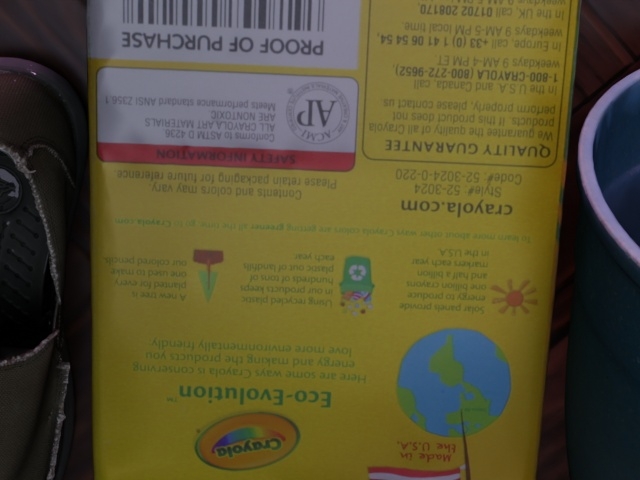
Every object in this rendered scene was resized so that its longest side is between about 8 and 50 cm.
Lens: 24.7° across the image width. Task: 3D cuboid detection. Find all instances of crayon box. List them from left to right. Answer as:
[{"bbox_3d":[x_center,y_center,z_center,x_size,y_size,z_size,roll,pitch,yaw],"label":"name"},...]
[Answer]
[{"bbox_3d":[0.000,0.000,0.647,0.202,0.081,0.318,3,108,0],"label":"crayon box"}]

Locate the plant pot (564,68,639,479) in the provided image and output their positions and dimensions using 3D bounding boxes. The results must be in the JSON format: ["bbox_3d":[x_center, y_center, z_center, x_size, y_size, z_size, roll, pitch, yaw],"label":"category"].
[{"bbox_3d":[0.220,0.091,0.592,0.272,0.271,0.255,4,122,-1],"label":"plant pot"}]

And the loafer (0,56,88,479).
[{"bbox_3d":[-0.159,0.046,0.660,0.094,0.087,0.251,6,108,-1],"label":"loafer"}]
